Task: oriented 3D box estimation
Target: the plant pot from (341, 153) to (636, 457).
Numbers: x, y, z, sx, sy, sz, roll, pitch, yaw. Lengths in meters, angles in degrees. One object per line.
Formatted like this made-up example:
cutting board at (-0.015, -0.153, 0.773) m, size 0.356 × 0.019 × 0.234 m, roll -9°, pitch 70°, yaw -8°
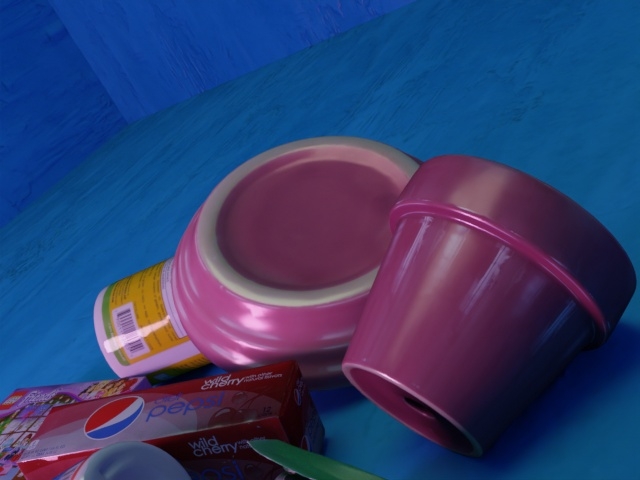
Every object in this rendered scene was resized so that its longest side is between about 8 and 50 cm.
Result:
plant pot at (0.117, 0.061, 0.749) m, size 0.180 × 0.201 × 0.201 m, roll -54°, pitch 27°, yaw -16°

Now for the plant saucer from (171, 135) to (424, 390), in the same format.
plant saucer at (0.000, 0.000, 0.984) m, size 0.331 × 0.084 × 0.332 m, roll -7°, pitch 44°, yaw 7°

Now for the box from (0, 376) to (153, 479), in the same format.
box at (-0.340, 0.253, 1.113) m, size 0.293 × 0.057 × 0.201 m, roll -12°, pitch 26°, yaw 42°

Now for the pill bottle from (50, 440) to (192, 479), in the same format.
pill bottle at (-0.207, 0.260, 0.785) m, size 0.221 × 0.124 × 0.124 m, roll -35°, pitch 14°, yaw 36°

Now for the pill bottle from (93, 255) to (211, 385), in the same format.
pill bottle at (-0.133, 0.074, 1.124) m, size 0.245 × 0.136 × 0.136 m, roll -23°, pitch 21°, yaw 17°

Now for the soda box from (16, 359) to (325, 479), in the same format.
soda box at (-0.134, 0.188, 0.859) m, size 0.263 × 0.092 × 0.083 m, roll -13°, pitch 26°, yaw 17°

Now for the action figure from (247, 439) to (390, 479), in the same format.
action figure at (0.066, 0.194, 0.626) m, size 0.232 × 0.137 × 0.064 m, roll 1°, pitch 59°, yaw 41°
